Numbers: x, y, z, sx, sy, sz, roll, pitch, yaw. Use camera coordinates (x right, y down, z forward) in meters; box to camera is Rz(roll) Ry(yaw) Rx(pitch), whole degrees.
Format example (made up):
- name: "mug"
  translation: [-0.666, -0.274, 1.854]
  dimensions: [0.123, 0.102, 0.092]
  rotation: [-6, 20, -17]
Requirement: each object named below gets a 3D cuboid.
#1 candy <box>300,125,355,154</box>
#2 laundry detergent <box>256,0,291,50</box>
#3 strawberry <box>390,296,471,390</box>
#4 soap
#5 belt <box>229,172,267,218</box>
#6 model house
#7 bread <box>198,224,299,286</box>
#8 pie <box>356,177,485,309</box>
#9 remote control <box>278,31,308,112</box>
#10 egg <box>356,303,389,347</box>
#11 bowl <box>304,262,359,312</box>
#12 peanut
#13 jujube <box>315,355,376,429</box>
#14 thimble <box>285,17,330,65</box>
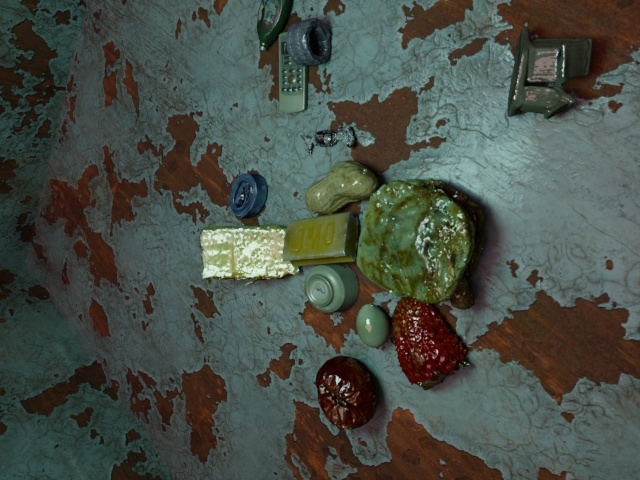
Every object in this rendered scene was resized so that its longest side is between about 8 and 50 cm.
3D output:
- name: "candy"
  translation: [0.023, -0.356, 1.618]
  dimensions: [0.226, 0.051, 0.094]
  rotation: [4, 102, 34]
- name: "laundry detergent"
  translation: [-0.188, -0.818, 1.692]
  dimensions: [0.137, 0.063, 0.211]
  rotation: [38, 119, 27]
- name: "strawberry"
  translation: [0.309, 0.330, 1.470]
  dimensions: [0.233, 0.138, 0.306]
  rotation: [-44, 74, 33]
- name: "soap"
  translation: [0.000, 0.000, 1.630]
  dimensions: [0.274, 0.089, 0.173]
  rotation: [-7, 64, 35]
- name: "belt"
  translation: [-0.298, -0.180, 1.847]
  dimensions: [0.141, 0.082, 0.190]
  rotation: [44, 117, 28]
- name: "model house"
  translation: [0.587, -0.432, 1.175]
  dimensions: [0.188, 0.122, 0.229]
  rotation: [12, 108, 28]
- name: "bread"
  translation: [-0.291, 0.055, 1.773]
  dimensions: [0.315, 0.279, 0.248]
  rotation: [-8, 85, 47]
- name: "pie"
  translation: [0.288, 0.004, 1.413]
  dimensions: [0.418, 0.180, 0.395]
  rotation: [16, 108, 39]
- name: "remote control"
  translation: [-0.101, -0.616, 1.672]
  dimensions: [0.123, 0.038, 0.285]
  rotation: [10, 103, 33]
- name: "egg"
  translation: [0.180, 0.293, 1.564]
  dimensions: [0.114, 0.114, 0.152]
  rotation: [-9, 93, 35]
- name: "bowl"
  translation: [0.023, 0.173, 1.660]
  dimensions: [0.211, 0.112, 0.211]
  rotation: [7, 103, 34]
- name: "peanut"
  translation: [0.071, -0.186, 1.561]
  dimensions: [0.291, 0.143, 0.159]
  rotation: [-21, 45, 41]
- name: "jujube"
  translation: [0.096, 0.532, 1.614]
  dimensions: [0.213, 0.213, 0.232]
  rotation: [-13, 94, 35]
- name: "thimble"
  translation: [-0.041, -0.676, 1.558]
  dimensions: [0.098, 0.150, 0.150]
  rotation: [10, 102, 39]
